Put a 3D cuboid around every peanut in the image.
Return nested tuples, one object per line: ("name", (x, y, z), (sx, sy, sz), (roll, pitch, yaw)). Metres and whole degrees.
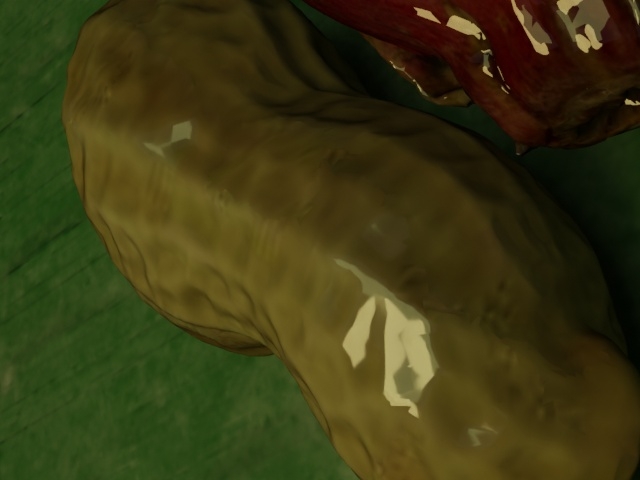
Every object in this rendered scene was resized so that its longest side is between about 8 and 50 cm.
("peanut", (0.000, 0.000, 0.468), (0.298, 0.120, 0.136), (40, 129, 38))

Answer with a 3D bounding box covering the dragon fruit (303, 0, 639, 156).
("dragon fruit", (0.046, -0.185, 0.403), (0.250, 0.250, 0.315), (3, 95, 41))
